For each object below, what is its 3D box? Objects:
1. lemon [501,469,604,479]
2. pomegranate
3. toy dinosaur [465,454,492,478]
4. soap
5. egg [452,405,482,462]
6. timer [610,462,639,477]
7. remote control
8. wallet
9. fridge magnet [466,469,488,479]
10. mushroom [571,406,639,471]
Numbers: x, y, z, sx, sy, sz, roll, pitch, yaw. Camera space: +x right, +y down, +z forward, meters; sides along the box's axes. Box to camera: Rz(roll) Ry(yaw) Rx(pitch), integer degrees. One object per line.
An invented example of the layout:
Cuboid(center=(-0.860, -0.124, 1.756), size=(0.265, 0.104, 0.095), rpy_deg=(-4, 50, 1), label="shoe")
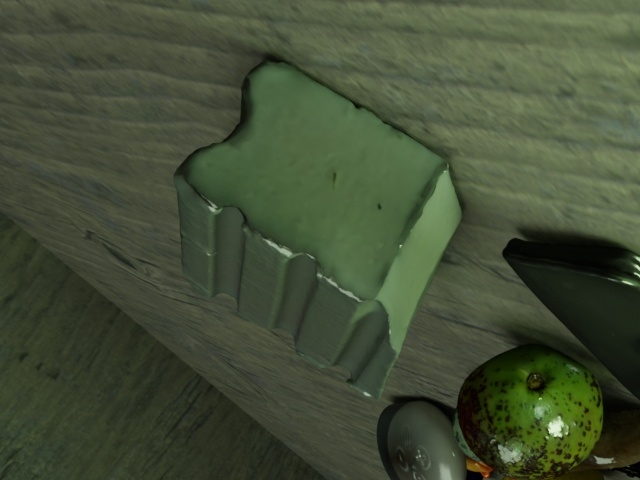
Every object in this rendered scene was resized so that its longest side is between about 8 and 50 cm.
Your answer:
Cuboid(center=(0.434, 0.465, 2.100), size=(0.207, 0.170, 0.170), rpy_deg=(14, 156, 31), label="lemon")
Cuboid(center=(0.306, 0.276, 1.687), size=(0.214, 0.214, 0.248), rpy_deg=(26, 139, 20), label="pomegranate")
Cuboid(center=(0.347, 0.470, 2.432), size=(0.117, 0.070, 0.288), rpy_deg=(23, 168, -6), label="toy dinosaur")
Cuboid(center=(0.000, 0.000, 1.482), size=(0.350, 0.213, 0.435), rpy_deg=(32, 163, 7), label="soap")
Cuboid(center=(0.299, 0.319, 1.983), size=(0.132, 0.132, 0.172), rpy_deg=(29, 151, 11), label="egg")
Cuboid(center=(0.505, 0.339, 1.819), size=(0.187, 0.055, 0.144), rpy_deg=(13, 157, 37), label="timer")
Cuboid(center=(0.214, 0.456, 2.441), size=(0.332, 0.103, 0.221), rpy_deg=(151, 104, -67), label="remote control")
Cuboid(center=(0.392, 0.119, 1.403), size=(0.197, 0.051, 0.377), rpy_deg=(7, 151, 50), label="wallet")
Cuboid(center=(0.279, 0.541, 2.664), size=(0.265, 0.113, 0.265), rpy_deg=(28, 163, 10), label="fridge magnet")
Cuboid(center=(0.429, 0.309, 1.721), size=(0.072, 0.094, 0.210), rpy_deg=(55, 144, -7), label="mushroom")
